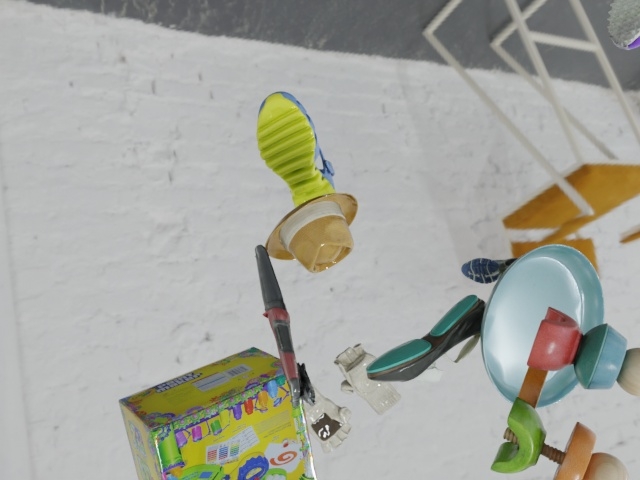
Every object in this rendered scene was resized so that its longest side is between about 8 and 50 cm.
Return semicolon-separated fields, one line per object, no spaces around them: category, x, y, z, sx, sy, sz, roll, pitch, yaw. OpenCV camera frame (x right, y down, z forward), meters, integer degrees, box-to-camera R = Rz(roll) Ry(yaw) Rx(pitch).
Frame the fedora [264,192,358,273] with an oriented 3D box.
fedora;0.000;0.000;1.159;0.194;0.079;0.194;-26;156;-13

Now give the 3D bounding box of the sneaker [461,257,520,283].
sneaker;0.339;0.061;1.372;0.135;0.052;0.058;1;176;-17

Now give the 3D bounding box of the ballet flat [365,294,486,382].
ballet flat;0.224;0.216;1.328;0.280;0.096;0.095;-32;-170;-8

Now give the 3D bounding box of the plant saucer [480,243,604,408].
plant saucer;0.418;0.161;1.301;0.318;0.317;0.044;-5;-171;-29

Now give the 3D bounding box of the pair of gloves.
pair of gloves;0.058;0.371;1.610;0.240;0.204;0.042;-33;-160;-4

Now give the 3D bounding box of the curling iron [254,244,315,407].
curling iron;-0.059;0.113;0.942;0.035;0.274;0.068;-17;143;-7

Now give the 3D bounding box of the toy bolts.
toy bolts;0.347;0.207;0.898;0.159;0.228;0.218;20;-159;21

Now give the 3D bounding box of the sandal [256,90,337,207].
sandal;-0.046;-0.184;1.462;0.126;0.138;0.317;-12;130;12

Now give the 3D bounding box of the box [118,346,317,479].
box;-0.184;0.392;1.279;0.290;0.279;0.177;-17;-165;-32

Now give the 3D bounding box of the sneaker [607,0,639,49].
sneaker;0.569;-0.410;1.029;0.146;0.102;0.293;14;121;-23
